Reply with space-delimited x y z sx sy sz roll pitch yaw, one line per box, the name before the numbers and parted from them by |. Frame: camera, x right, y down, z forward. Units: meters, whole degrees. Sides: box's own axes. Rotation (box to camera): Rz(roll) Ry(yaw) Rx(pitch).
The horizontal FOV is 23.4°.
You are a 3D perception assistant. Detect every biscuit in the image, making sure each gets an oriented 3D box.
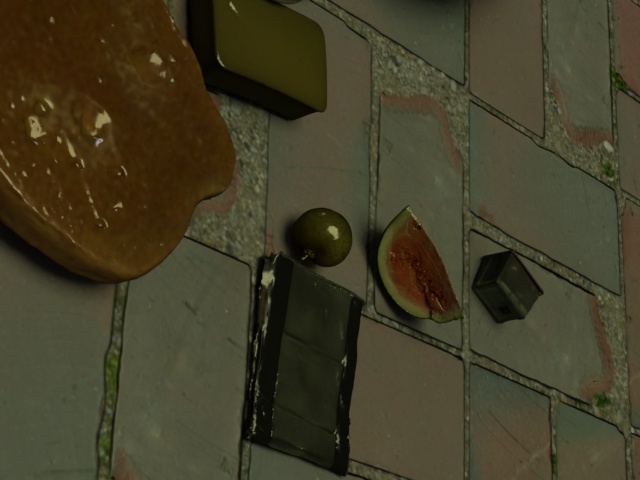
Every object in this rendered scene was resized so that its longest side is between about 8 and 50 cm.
biscuit | -0.258 -0.152 1.606 0.385 0.062 0.365 59 38 -16

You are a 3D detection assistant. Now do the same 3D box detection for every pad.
pad | -0.016 0.144 1.810 0.174 0.022 0.233 28 57 -42

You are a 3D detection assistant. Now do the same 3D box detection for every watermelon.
watermelon | 0.110 0.042 1.962 0.069 0.087 0.163 -30 99 -19

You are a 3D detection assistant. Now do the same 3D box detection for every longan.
longan | 0.000 0.000 1.847 0.075 0.075 0.083 53 53 -22

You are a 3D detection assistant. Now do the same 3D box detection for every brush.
brush | -0.074 -0.226 1.854 0.197 0.059 0.123 19 59 -45

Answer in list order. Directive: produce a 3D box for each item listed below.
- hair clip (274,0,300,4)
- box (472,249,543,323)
hair clip | -0.057 -0.346 1.892 0.220 0.054 0.140 -8 56 -51
box | 0.255 0.066 2.130 0.084 0.060 0.063 53 50 -22
